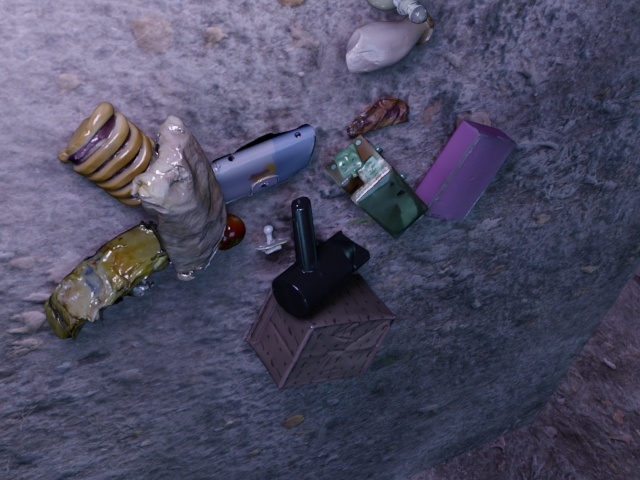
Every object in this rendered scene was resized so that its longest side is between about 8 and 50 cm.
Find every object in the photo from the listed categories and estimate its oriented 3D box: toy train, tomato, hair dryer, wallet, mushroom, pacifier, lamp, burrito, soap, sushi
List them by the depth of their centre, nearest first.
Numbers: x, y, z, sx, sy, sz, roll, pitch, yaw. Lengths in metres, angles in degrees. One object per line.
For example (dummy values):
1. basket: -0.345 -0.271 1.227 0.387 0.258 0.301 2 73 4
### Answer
1. lamp: 0.142 -0.447 1.507 0.091 0.163 0.091 -22 142 -19
2. burrito: -0.247 -0.073 1.518 0.175 0.107 0.348 -55 158 -24
3. mushroom: 0.132 -0.396 1.627 0.212 0.088 0.097 -30 113 -22
4. sushi: -0.415 0.093 1.639 0.291 0.139 0.131 -37 153 -6
5. wallet: -0.122 -0.156 1.680 0.231 0.069 0.170 -23 160 -16
6. tomato: -0.203 -0.022 1.756 0.087 0.075 0.087 -31 160 -12
7. pacifier: -0.117 -0.005 1.883 0.083 0.068 0.064 -20 108 -35
8. toy train: 0.142 -0.113 1.895 0.129 0.159 0.326 -41 147 7
9. hair dryer: 0.000 0.000 1.901 0.244 0.116 0.302 -41 143 -34
10. soap: 0.361 -0.175 2.091 0.181 0.081 0.259 2 127 -45

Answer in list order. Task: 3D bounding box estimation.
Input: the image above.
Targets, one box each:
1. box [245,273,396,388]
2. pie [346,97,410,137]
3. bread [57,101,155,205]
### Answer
1. box: 0.003 0.230 2.131 0.297 0.190 0.225 -3 131 -41
2. pie: 0.132 -0.273 1.810 0.169 0.034 0.092 -21 146 -23
3. bread: -0.359 -0.145 1.462 0.134 0.081 0.225 -41 149 5
